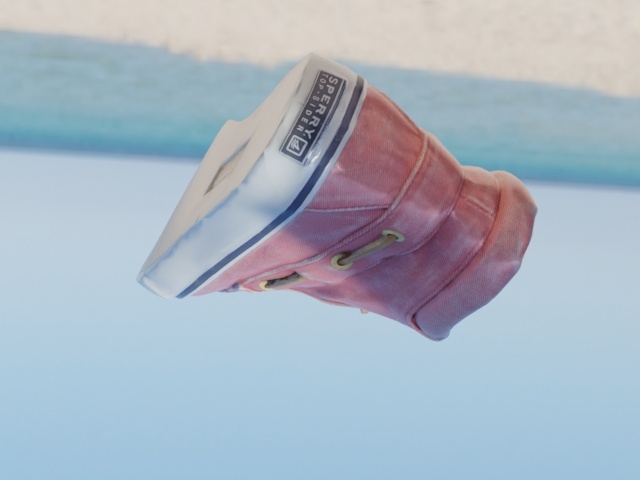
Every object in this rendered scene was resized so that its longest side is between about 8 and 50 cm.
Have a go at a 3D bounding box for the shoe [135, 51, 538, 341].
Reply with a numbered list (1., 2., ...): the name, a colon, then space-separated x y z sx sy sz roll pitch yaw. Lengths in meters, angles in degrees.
1. shoe: 0.000 0.000 0.531 0.081 0.063 0.178 30 162 -10
